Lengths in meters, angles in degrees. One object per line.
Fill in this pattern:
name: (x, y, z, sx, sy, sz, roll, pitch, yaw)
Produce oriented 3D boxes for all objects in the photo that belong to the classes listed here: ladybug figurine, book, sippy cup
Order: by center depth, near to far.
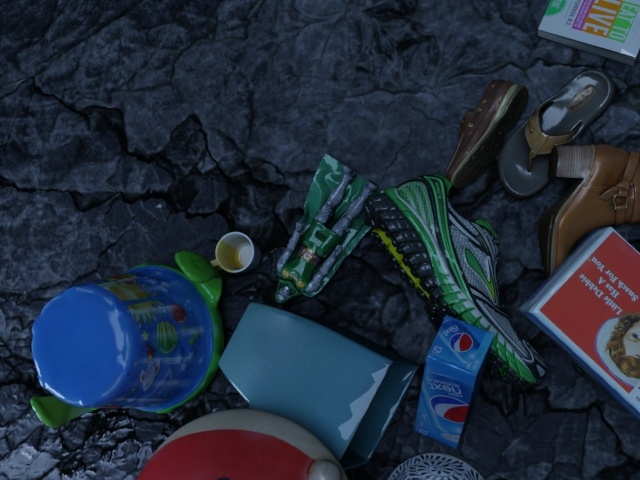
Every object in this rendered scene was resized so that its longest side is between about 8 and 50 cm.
ladybug figurine: (-0.133, 0.397, 1.074, 0.305, 0.162, 0.449, 52, 126, 9)
book: (0.403, -0.322, 1.175, 0.144, 0.035, 0.096, 23, 85, 18)
sippy cup: (-0.292, 0.148, 1.190, 0.240, 0.224, 0.306, 13, 91, 19)

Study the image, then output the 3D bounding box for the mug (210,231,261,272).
mug: (-0.129, 0.020, 1.255, 0.078, 0.064, 0.062, 8, 85, 17)

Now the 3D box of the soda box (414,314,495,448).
soda box: (0.174, 0.193, 1.074, 0.067, 0.210, 0.071, 20, 54, 17)

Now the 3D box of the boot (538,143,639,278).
boot: (0.390, -0.034, 1.121, 0.152, 0.073, 0.197, 6, 102, -1)

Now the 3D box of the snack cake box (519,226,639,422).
snack cake box: (0.409, 0.127, 1.040, 0.264, 0.089, 0.152, 44, 90, 4)

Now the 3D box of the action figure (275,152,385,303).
action figure: (0.000, 0.000, 1.228, 0.137, 0.063, 0.232, 34, 96, 14)

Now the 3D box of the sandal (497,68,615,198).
sandal: (0.336, -0.158, 1.153, 0.219, 0.060, 0.090, -46, 74, 5)

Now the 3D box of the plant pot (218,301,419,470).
plant pot: (-0.014, 0.192, 1.156, 0.234, 0.165, 0.166, 27, 90, 22)

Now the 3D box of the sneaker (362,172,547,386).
sneaker: (0.212, 0.052, 1.125, 0.146, 0.134, 0.344, -33, 85, -12)

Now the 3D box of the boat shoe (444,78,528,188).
boat shoe: (0.234, -0.158, 1.185, 0.060, 0.064, 0.178, 32, 88, 34)

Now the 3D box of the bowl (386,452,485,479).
bowl: (0.157, 0.386, 1.121, 0.170, 0.080, 0.170, -2, 81, 16)
